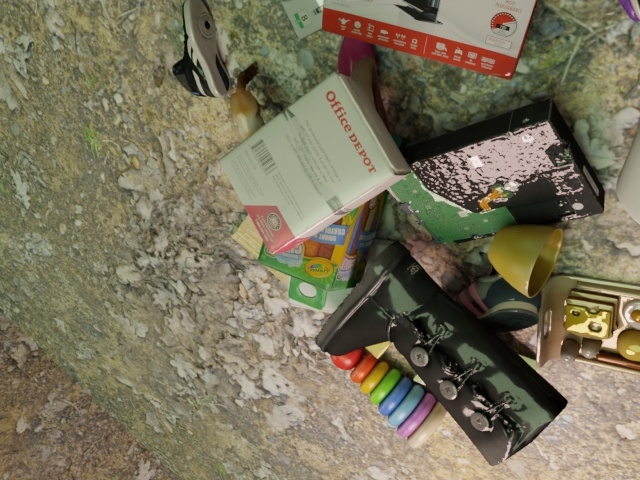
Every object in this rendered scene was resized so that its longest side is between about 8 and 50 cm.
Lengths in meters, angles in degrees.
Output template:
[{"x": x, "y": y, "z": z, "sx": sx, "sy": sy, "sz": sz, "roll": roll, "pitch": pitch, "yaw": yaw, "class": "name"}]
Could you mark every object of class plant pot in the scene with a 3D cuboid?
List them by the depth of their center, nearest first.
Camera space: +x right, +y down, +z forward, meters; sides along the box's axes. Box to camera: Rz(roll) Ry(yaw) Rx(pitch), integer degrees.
[{"x": 0.364, "y": 0.024, "z": 1.110, "sx": 0.095, "sy": 0.134, "sz": 0.134, "roll": 26, "pitch": 134, "yaw": 34, "class": "plant pot"}, {"x": 0.148, "y": 0.221, "z": 1.499, "sx": 0.081, "sy": 0.081, "sz": 0.083, "roll": 43, "pitch": 120, "yaw": 1, "class": "plant pot"}]

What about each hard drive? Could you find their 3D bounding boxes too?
[{"x": 0.301, "y": -0.106, "z": 1.111, "sx": 0.339, "sy": 0.064, "sz": 0.237, "roll": -16, "pitch": 132, "yaw": 41, "class": "hard drive"}, {"x": 0.056, "y": 0.085, "z": 1.462, "sx": 0.308, "sy": 0.040, "sz": 0.202, "roll": 7, "pitch": 115, "yaw": 29, "class": "hard drive"}]

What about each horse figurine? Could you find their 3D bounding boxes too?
[{"x": -0.138, "y": -0.242, "z": 1.290, "sx": 0.066, "sy": 0.174, "sz": 0.263, "roll": -14, "pitch": 97, "yaw": 8, "class": "horse figurine"}]

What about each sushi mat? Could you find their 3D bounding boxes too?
[{"x": -0.087, "y": 0.056, "z": 1.585, "sx": 0.316, "sy": 0.019, "sz": 0.151, "roll": 42, "pitch": 134, "yaw": 2, "class": "sushi mat"}]

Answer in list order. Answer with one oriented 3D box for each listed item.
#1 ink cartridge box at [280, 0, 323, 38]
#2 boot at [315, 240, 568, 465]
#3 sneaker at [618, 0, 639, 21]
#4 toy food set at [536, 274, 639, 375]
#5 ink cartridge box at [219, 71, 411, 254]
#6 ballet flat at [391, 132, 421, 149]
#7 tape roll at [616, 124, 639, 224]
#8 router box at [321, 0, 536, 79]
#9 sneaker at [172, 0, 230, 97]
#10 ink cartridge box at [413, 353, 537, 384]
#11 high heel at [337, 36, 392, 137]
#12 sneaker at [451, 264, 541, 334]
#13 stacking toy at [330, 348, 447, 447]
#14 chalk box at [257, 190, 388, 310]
[{"x": 0.012, "y": -0.489, "z": 1.094, "sx": 0.225, "sy": 0.056, "sz": 0.181, "roll": -12, "pitch": 114, "yaw": 42, "class": "ink cartridge box"}, {"x": 0.222, "y": 0.269, "z": 1.267, "sx": 0.445, "sy": 0.146, "sz": 0.367, "roll": 43, "pitch": 138, "yaw": 13, "class": "boot"}, {"x": 0.418, "y": -0.386, "z": 0.889, "sx": 0.170, "sy": 0.068, "sz": 0.071, "roll": 54, "pitch": 150, "yaw": 2, "class": "sneaker"}, {"x": 0.574, "y": 0.194, "z": 1.168, "sx": 0.306, "sy": 0.092, "sz": 0.219, "roll": 9, "pitch": 126, "yaw": 30, "class": "toy food set"}, {"x": -0.010, "y": -0.134, "z": 1.107, "sx": 0.283, "sy": 0.117, "sz": 0.207, "roll": -32, "pitch": 83, "yaw": 24, "class": "ink cartridge box"}, {"x": 0.163, "y": -0.170, "z": 1.216, "sx": 0.188, "sy": 0.070, "sz": 0.070, "roll": 20, "pitch": 131, "yaw": 26, "class": "ballet flat"}, {"x": 0.569, "y": -0.078, "z": 0.837, "sx": 0.286, "sy": 0.286, "sz": 0.100, "roll": 22, "pitch": 131, "yaw": 21, "class": "tape roll"}, {"x": 0.175, "y": -0.435, "z": 0.936, "sx": 0.336, "sy": 0.082, "sz": 0.301, "roll": 19, "pitch": 141, "yaw": 14, "class": "router box"}, {"x": -0.286, "y": -0.413, "z": 1.338, "sx": 0.121, "sy": 0.079, "sz": 0.216, "roll": 5, "pitch": 125, "yaw": 31, "class": "sneaker"}, {"x": 0.351, "y": 0.296, "z": 1.376, "sx": 0.235, "sy": 0.056, "sz": 0.171, "roll": 22, "pitch": 136, "yaw": -1, "class": "ink cartridge box"}, {"x": 0.093, "y": -0.275, "z": 1.130, "sx": 0.117, "sy": 0.082, "sz": 0.244, "roll": 25, "pitch": 119, "yaw": 52, "class": "high heel"}, {"x": 0.345, "y": 0.124, "z": 1.286, "sx": 0.112, "sy": 0.131, "sz": 0.319, "roll": 21, "pitch": 159, "yaw": -20, "class": "sneaker"}, {"x": 0.157, "y": 0.374, "z": 1.574, "sx": 0.330, "sy": 0.141, "sz": 0.141, "roll": 39, "pitch": 135, "yaw": 11, "class": "stacking toy"}, {"x": 0.000, "y": 0.000, "z": 1.281, "sx": 0.180, "sy": 0.179, "sz": 0.288, "roll": 19, "pitch": 96, "yaw": 23, "class": "chalk box"}]
